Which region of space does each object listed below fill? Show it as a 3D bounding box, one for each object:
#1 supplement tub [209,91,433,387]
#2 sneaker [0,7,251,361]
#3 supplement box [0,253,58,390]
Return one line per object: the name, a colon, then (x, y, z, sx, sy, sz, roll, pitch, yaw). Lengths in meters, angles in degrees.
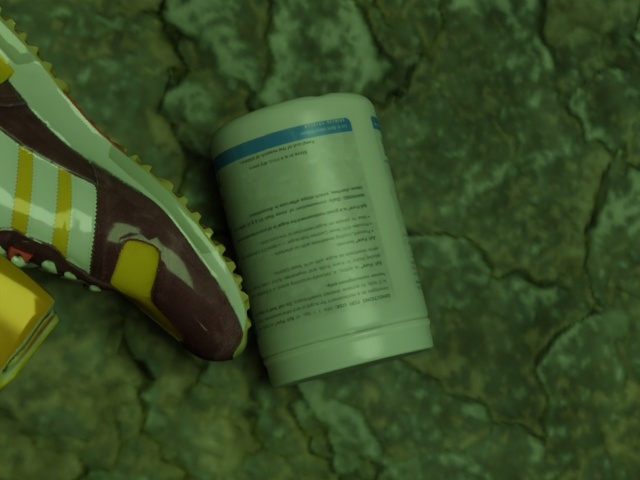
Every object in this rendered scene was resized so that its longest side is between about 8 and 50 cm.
supplement tub: (0.000, 0.000, 0.663, 0.071, 0.071, 0.107, -10, 82, -27)
sneaker: (-0.109, -0.009, 0.621, 0.185, 0.069, 0.084, 46, 72, -3)
supplement box: (-0.288, 0.000, 0.455, 0.356, 0.195, 0.194, 40, 65, -12)
